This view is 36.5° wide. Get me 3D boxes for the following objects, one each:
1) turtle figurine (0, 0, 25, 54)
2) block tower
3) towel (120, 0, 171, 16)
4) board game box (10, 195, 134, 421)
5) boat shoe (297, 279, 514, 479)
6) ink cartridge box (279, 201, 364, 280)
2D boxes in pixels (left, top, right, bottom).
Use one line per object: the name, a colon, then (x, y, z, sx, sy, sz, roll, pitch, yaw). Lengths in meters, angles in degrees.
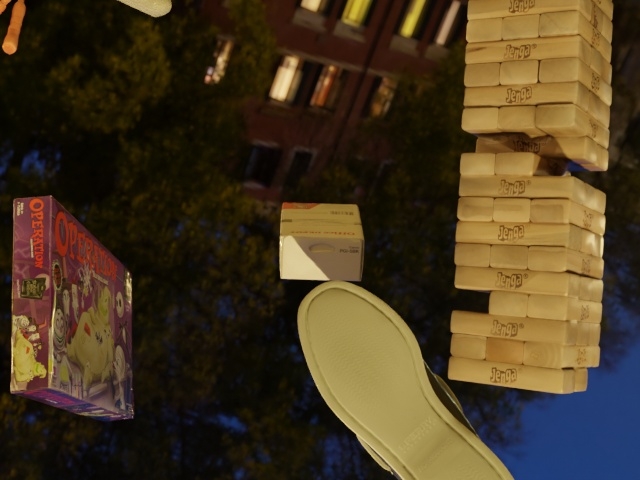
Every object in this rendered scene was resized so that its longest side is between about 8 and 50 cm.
turtle figurine: (-0.363, -0.226, 0.856, 0.087, 0.217, 0.270, 7, -128, -55)
block tower: (0.163, -0.059, 0.737, 0.097, 0.336, 0.091, 3, 176, 32)
towel: (-0.207, -0.292, 0.577, 0.324, 0.056, 0.312, 2, -121, -57)
board game box: (-0.286, 0.097, 1.158, 0.056, 0.208, 0.347, -9, 165, 1)
boat shoe: (0.081, 0.175, 0.969, 0.303, 0.114, 0.091, 56, 175, 19)
ink cartridge box: (0.000, 0.000, 1.182, 0.099, 0.056, 0.135, 2, -161, -1)
